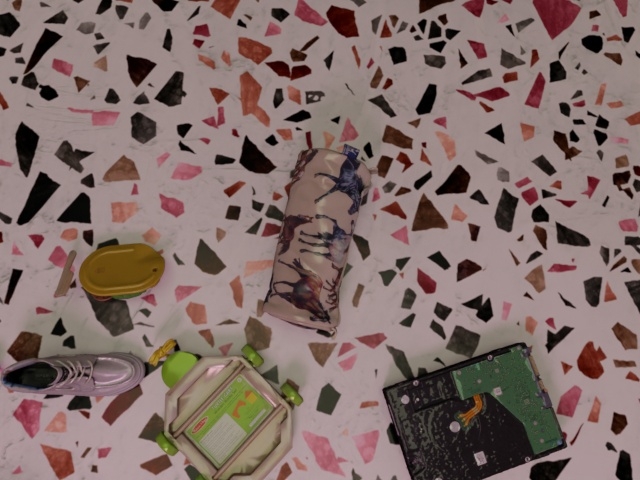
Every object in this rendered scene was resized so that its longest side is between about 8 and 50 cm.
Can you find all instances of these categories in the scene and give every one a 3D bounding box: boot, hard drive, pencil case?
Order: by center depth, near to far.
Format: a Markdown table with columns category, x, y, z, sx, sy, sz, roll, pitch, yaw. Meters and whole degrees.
| category | x | y | z | sx | sy | sz | roll | pitch | yaw |
| --- | --- | --- | --- | --- | --- | --- | --- | --- | --- |
| boot | -0.500 | 0.278 | 1.072 | 0.258 | 0.123 | 0.095 | -5 | 78 | -5 |
| hard drive | 0.329 | 0.382 | 1.140 | 0.338 | 0.064 | 0.237 | -17 | 80 | -7 |
| pencil case | 0.000 | 0.000 | 1.150 | 0.183 | 0.160 | 0.411 | 9 | 77 | 13 |

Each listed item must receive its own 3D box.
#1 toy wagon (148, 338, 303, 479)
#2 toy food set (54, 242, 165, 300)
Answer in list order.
| category | x | y | z | sx | sy | sz | roll | pitch | yaw |
| --- | --- | --- | --- | --- | --- | --- | --- | --- | --- |
| toy wagon | -0.216 | 0.345 | 1.108 | 0.344 | 0.068 | 0.267 | 44 | 78 | 6 |
| toy food set | -0.447 | 0.079 | 1.154 | 0.217 | 0.071 | 0.128 | -4 | 54 | -7 |
